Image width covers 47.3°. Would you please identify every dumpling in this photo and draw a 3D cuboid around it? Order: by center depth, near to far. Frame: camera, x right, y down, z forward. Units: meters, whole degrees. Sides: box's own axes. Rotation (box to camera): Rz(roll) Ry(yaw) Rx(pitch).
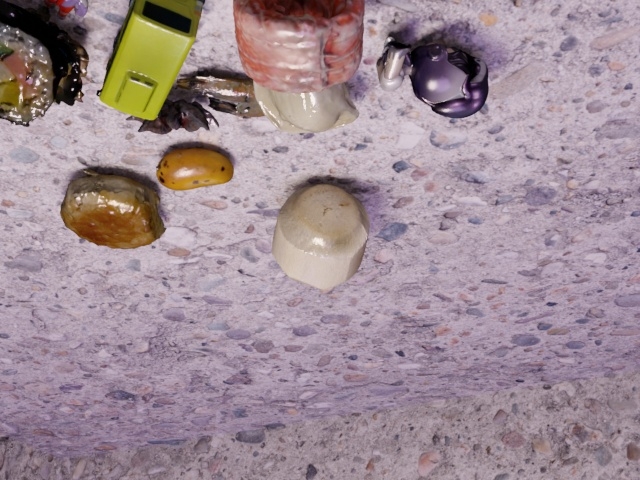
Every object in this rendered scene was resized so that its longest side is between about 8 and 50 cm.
[{"bbox_3d":[-0.047,-0.297,1.476,0.179,0.131,0.252,-17,138,34],"label":"dumpling"}]

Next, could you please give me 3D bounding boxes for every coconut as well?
[{"bbox_3d":[0.000,0.000,1.822,0.237,0.237,0.266,7,146,-10],"label":"coconut"}]

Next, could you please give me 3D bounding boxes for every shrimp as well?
[{"bbox_3d":[-0.196,-0.302,1.544,0.223,0.047,0.126,8,155,-15],"label":"shrimp"}]

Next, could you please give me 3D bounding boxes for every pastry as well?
[{"bbox_3d":[-0.516,-0.074,1.813,0.236,0.120,0.257,2,148,4],"label":"pastry"}]

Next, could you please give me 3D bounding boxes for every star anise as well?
[{"bbox_3d":[-0.307,-0.258,1.511,0.181,0.204,0.061,-11,116,-18],"label":"star anise"}]

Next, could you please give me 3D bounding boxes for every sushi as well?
[{"bbox_3d":[-0.556,-0.337,1.364,0.238,0.219,0.225,41,112,-1],"label":"sushi"}]

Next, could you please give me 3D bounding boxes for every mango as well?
[{"bbox_3d":[-0.293,-0.167,1.701,0.178,0.090,0.115,-4,156,-1],"label":"mango"}]

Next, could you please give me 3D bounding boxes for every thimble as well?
[{"bbox_3d":[-0.037,-0.375,1.255,0.239,0.239,0.162,1,142,-1],"label":"thimble"}]

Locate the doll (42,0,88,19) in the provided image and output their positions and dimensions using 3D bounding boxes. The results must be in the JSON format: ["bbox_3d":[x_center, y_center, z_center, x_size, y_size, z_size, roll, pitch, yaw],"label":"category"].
[{"bbox_3d":[-0.424,-0.458,1.275,0.102,0.075,0.227,33,144,-26],"label":"doll"}]

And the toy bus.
[{"bbox_3d":[-0.323,-0.351,1.369,0.128,0.150,0.262,17,143,-22],"label":"toy bus"}]

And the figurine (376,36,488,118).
[{"bbox_3d":[0.225,-0.319,1.432,0.222,0.145,0.145,9,145,-6],"label":"figurine"}]
